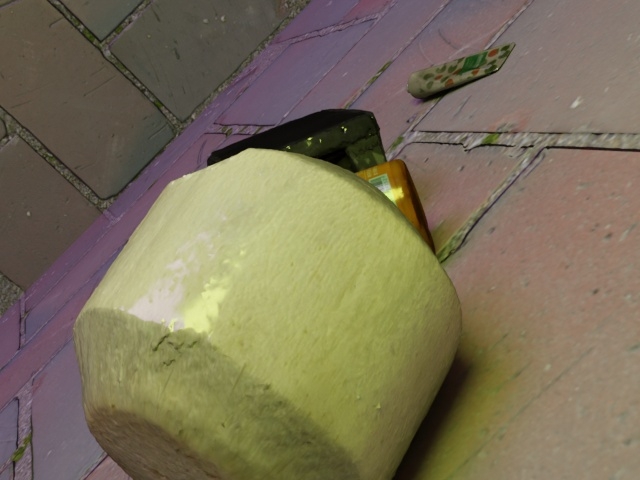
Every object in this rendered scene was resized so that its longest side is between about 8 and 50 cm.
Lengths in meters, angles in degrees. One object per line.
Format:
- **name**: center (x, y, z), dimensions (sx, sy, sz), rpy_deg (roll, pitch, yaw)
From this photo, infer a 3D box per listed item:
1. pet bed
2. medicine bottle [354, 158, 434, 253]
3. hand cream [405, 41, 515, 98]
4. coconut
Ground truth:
- **pet bed**: center (-0.018, -0.041, 1.000), dimensions (0.183, 0.159, 0.211), rpy_deg (-23, 15, -14)
- **medicine bottle**: center (0.000, 0.000, 0.839), dimensions (0.192, 0.096, 0.096), rpy_deg (-19, 23, 9)
- **hand cream**: center (0.168, -0.209, 1.151), dimensions (0.165, 0.037, 0.057), rpy_deg (-11, 37, 50)
- **coconut**: center (-0.029, 0.058, 0.635), dimensions (0.237, 0.237, 0.266), rpy_deg (-16, 36, 56)
